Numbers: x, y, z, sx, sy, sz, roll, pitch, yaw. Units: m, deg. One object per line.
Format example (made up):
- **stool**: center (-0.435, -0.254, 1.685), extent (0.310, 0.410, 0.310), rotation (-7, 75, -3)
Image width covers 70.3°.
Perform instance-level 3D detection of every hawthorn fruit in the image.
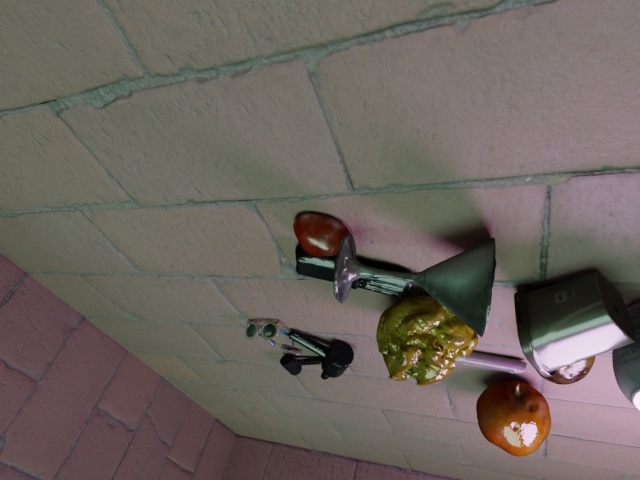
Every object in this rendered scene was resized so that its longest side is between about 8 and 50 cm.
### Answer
- **hawthorn fruit**: center (0.751, 0.661, 1.757), extent (0.276, 0.277, 0.299), rotation (7, 122, 16)

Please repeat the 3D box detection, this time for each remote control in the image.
- **remote control**: center (0.105, 0.110, 1.491), extent (0.398, 0.062, 0.145), rotation (12, 143, 9)

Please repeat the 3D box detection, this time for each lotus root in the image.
- **lotus root**: center (0.776, 0.366, 1.451), extent (0.169, 0.142, 0.314), rotation (4, 139, 13)

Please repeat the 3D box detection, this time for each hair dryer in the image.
- **hair dryer**: center (-0.017, 0.500, 2.035), extent (0.302, 0.116, 0.244), rotation (30, 144, 5)
- **hair dryer**: center (-0.066, 0.595, 2.209), extent (0.247, 0.071, 0.114), rotation (-13, 132, 25)

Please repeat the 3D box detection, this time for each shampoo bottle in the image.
- **shampoo bottle**: center (0.936, 0.316, 1.208), extent (0.272, 0.267, 0.273), rotation (16, 142, 13)

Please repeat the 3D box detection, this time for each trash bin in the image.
- **trash bin**: center (0.691, 0.225, 1.259), extent (0.219, 0.220, 0.250), rotation (38, 133, -21)

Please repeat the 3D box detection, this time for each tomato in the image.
- **tomato**: center (0.003, -0.004, 1.372), extent (0.173, 0.082, 0.166), rotation (-1, 137, 25)

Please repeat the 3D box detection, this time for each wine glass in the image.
- **wine glass**: center (0.254, 0.103, 1.244), extent (0.405, 0.267, 0.267), rotation (5, 142, 19)

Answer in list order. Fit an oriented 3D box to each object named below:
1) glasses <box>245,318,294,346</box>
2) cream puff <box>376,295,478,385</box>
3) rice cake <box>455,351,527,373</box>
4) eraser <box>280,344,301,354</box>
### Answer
- **glasses**: center (-0.223, 0.448, 2.052), extent (0.189, 0.088, 0.221), rotation (-7, 137, 30)
- **cream puff**: center (0.351, 0.346, 1.509), extent (0.324, 0.258, 0.291), rotation (16, 152, -6)
- **rice cake**: center (0.628, 0.454, 1.706), extent (0.269, 0.055, 0.049), rotation (8, 138, 19)
- **eraser**: center (-0.139, 0.519, 2.158), extent (0.099, 0.027, 0.019), rotation (19, 142, 2)
